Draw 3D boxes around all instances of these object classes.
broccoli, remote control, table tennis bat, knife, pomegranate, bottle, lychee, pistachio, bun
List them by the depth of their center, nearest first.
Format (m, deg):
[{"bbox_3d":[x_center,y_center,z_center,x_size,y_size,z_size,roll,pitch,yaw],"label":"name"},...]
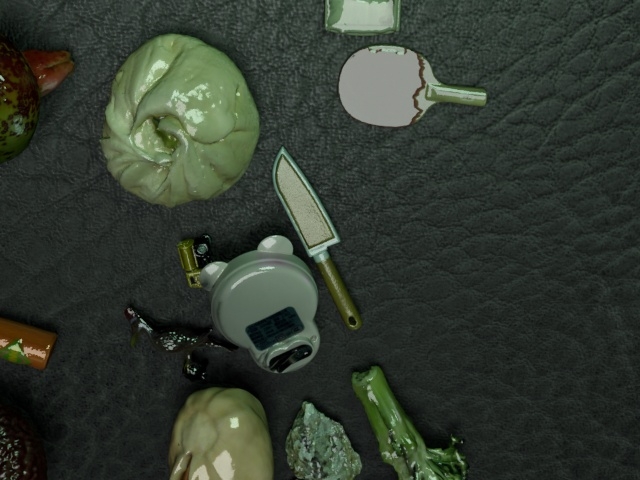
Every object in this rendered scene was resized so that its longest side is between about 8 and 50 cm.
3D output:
[{"bbox_3d":[0.066,-0.443,1.391,0.123,0.038,0.285,-1,114,0],"label":"remote control"},{"bbox_3d":[-0.474,-0.225,1.395,0.248,0.214,0.214,-25,115,-26],"label":"pomegranate"},{"bbox_3d":[-0.213,-0.169,1.430,0.259,0.160,0.259,-2,112,-4],"label":"bun"},{"bbox_3d":[0.144,-0.238,1.484,0.234,0.022,0.131,5,112,-2],"label":"table tennis bat"},{"bbox_3d":[0.001,0.000,1.573,0.061,0.027,0.343,-24,108,10],"label":"knife"},{"bbox_3d":[-0.547,0.164,1.607,0.187,0.069,0.069,17,111,-7],"label":"bottle"},{"bbox_3d":[-0.596,0.401,1.615,0.261,0.260,0.260,0,112,-1],"label":"lychee"},{"bbox_3d":[-0.166,0.401,1.657,0.193,0.214,0.318,21,131,37],"label":"pistachio"},{"bbox_3d":[0.143,0.360,1.679,0.145,0.165,0.304,-21,100,41],"label":"broccoli"}]

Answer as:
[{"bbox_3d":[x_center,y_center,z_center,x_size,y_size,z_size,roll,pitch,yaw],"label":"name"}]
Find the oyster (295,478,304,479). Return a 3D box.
[{"bbox_3d":[0.032,0.532,1.753,0.233,0.107,0.161,6,79,2],"label":"oyster"}]

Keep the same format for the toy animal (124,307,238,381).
[{"bbox_3d":[-0.251,0.173,1.630,0.202,0.070,0.105,31,95,-10],"label":"toy animal"}]

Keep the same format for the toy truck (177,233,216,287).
[{"bbox_3d":[-0.202,0.038,1.573,0.054,0.049,0.083,-10,111,5],"label":"toy truck"}]

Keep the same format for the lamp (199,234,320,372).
[{"bbox_3d":[-0.086,0.110,1.574,0.179,0.108,0.246,-23,118,4],"label":"lamp"}]

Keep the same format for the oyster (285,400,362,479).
[{"bbox_3d":[-0.001,0.383,1.708,0.125,0.064,0.177,-45,100,-7],"label":"oyster"}]
